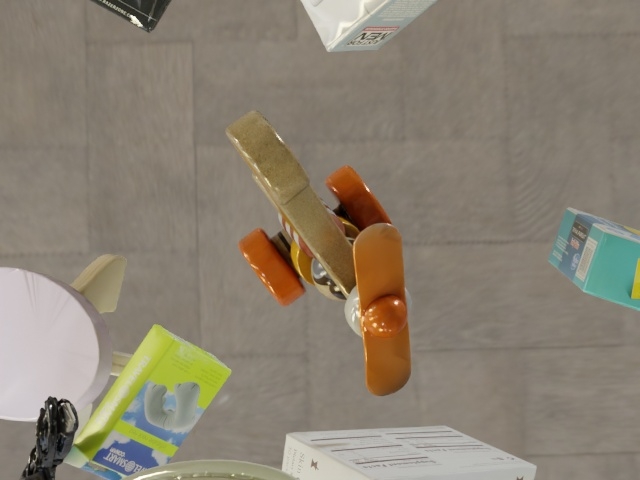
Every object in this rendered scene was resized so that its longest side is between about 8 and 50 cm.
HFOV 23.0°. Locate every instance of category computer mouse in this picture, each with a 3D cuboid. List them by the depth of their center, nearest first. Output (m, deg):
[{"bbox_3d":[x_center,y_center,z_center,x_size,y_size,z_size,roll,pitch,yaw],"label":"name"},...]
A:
[{"bbox_3d":[-0.288,0.310,1.591,0.072,0.188,0.272,17,48,-9],"label":"computer mouse"}]

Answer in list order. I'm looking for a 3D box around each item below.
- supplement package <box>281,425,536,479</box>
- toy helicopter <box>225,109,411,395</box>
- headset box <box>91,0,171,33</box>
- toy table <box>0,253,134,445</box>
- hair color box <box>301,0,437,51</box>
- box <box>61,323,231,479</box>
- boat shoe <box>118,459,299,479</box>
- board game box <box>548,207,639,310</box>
[{"bbox_3d":[0.070,0.325,1.510,0.204,0.145,0.261,2,99,-36],"label":"supplement package"},{"bbox_3d":[0.000,0.000,1.442,0.140,0.355,0.235,-35,60,-1],"label":"toy helicopter"},{"bbox_3d":[-0.128,-0.305,0.861,0.246,0.131,0.283,27,111,-14],"label":"headset box"},{"bbox_3d":[-0.322,0.129,1.889,0.274,0.161,0.252,25,94,33],"label":"toy table"},{"bbox_3d":[0.121,-0.401,1.843,0.374,0.114,0.185,-36,76,34],"label":"hair color box"},{"bbox_3d":[-0.187,0.188,1.698,0.042,0.109,0.178,34,89,41],"label":"box"},{"bbox_3d":[-0.112,0.234,0.964,0.340,0.113,0.127,-33,56,23],"label":"boat shoe"},{"bbox_3d":[0.462,0.058,1.889,0.336,0.254,0.079,18,97,-3],"label":"board game box"}]
